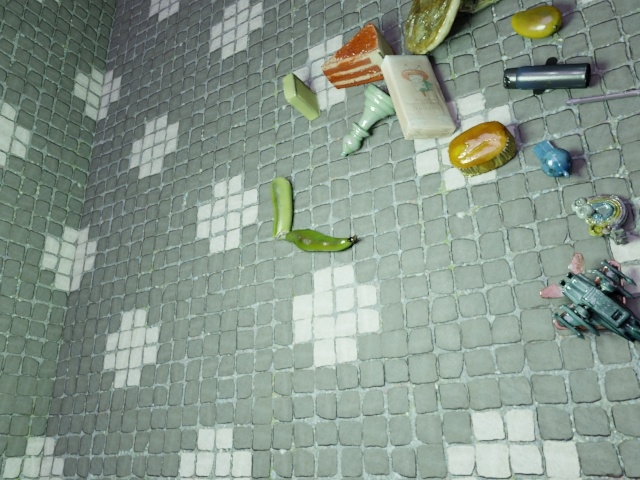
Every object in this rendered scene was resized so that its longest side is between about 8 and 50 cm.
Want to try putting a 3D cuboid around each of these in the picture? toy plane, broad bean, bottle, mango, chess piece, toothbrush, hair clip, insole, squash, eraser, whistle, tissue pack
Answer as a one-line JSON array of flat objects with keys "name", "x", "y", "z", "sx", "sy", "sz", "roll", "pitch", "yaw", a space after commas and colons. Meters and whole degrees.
[{"name": "toy plane", "x": 0.714, "y": 0.180, "z": 1.279, "sx": 0.223, "sy": 0.104, "sz": 0.326, "roll": -50, "pitch": 54, "yaw": 6}, {"name": "broad bean", "x": 0.004, "y": 0.002, "z": 1.844, "sx": 0.325, "sy": 0.067, "sz": 0.075, "roll": 4, "pitch": 104, "yaw": 32}, {"name": "bottle", "x": 0.675, "y": -0.493, "z": 1.584, "sx": 0.244, "sy": 0.072, "sz": 0.082, "roll": 9, "pitch": 40, "yaw": 34}, {"name": "mango", "x": 0.679, "y": -0.690, "z": 1.661, "sx": 0.161, "sy": 0.076, "sz": 0.103, "roll": 23, "pitch": 90, "yaw": 40}, {"name": "chess piece", "x": 0.157, "y": -0.411, "z": 1.879, "sx": 0.272, "sy": 0.139, "sz": 0.139, "roll": -54, "pitch": 52, "yaw": 19}, {"name": "toothbrush", "x": 0.872, "y": -0.403, "z": 1.454, "sx": 0.353, "sy": 0.024, "sz": 0.029, "roll": -1, "pitch": 80, "yaw": 32}, {"name": "hair clip", "x": 0.752, "y": -0.065, "z": 1.392, "sx": 0.116, "sy": 0.049, "sz": 0.172, "roll": -21, "pitch": 52, "yaw": 10}, {"name": "insole", "x": 0.694, "y": -0.508, "z": 1.624, "sx": 0.045, "sy": 0.002, "sz": 0.135, "roll": 20, "pitch": 84, "yaw": 36}, {"name": "squash", "x": -0.146, "y": -0.126, "z": 1.982, "sx": 0.083, "sy": 0.083, "sz": 0.250, "roll": -14, "pitch": 68, "yaw": 28}, {"name": "eraser", "x": -0.074, "y": -0.555, "z": 2.039, "sx": 0.058, "sy": 0.172, "sz": 0.117, "roll": -22, "pitch": 62, "yaw": 26}, {"name": "whistle", "x": 0.657, "y": -0.233, "z": 1.491, "sx": 0.090, "sy": 0.090, "sz": 0.158, "roll": -36, "pitch": 57, "yaw": 17}, {"name": "tissue pack", "x": 0.324, "y": -0.486, "z": 1.767, "sx": 0.170, "sy": 0.071, "sz": 0.326, "roll": -4, "pitch": 61, "yaw": -16}]

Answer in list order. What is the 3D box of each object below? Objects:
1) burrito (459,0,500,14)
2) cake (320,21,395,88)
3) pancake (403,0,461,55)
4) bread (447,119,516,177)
[{"name": "burrito", "x": 0.528, "y": -0.953, "z": 1.830, "sx": 0.190, "sy": 0.135, "sz": 0.332, "roll": -28, "pitch": 55, "yaw": 30}, {"name": "cake", "x": 0.142, "y": -0.691, "z": 1.963, "sx": 0.262, "sy": 0.158, "sz": 0.160, "roll": -3, "pitch": 66, "yaw": 33}, {"name": "pancake", "x": 0.391, "y": -0.805, "z": 1.812, "sx": 0.356, "sy": 0.065, "sz": 0.356, "roll": -50, "pitch": 31, "yaw": 46}, {"name": "bread", "x": 0.490, "y": -0.281, "z": 1.608, "sx": 0.190, "sy": 0.114, "sz": 0.132, "roll": -27, "pitch": 61, "yaw": 28}]
